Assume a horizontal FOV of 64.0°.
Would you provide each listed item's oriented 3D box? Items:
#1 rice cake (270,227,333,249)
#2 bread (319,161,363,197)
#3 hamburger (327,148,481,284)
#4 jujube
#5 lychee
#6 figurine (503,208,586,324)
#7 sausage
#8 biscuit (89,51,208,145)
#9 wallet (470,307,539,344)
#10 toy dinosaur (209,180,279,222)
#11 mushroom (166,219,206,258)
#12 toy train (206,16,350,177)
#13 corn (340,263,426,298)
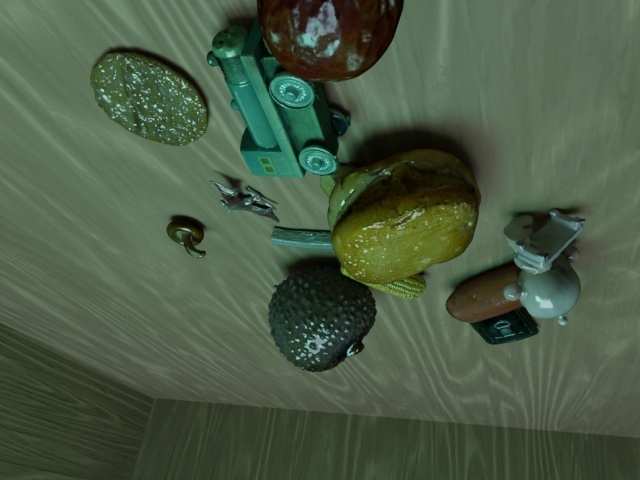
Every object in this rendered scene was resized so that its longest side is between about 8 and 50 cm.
[{"bbox_3d":[0.000,0.000,1.255,0.245,0.042,0.045,3,154,11],"label":"rice cake"},{"bbox_3d":[0.062,-0.129,1.043,0.109,0.080,0.084,-25,150,-11],"label":"bread"},{"bbox_3d":[0.162,-0.038,0.979,0.290,0.170,0.314,-14,148,8],"label":"hamburger"},{"bbox_3d":[0.018,-0.314,0.585,0.190,0.190,0.255,12,137,-4],"label":"jujube"},{"bbox_3d":[0.006,0.202,1.383,0.300,0.300,0.300,8,150,4],"label":"lychee"},{"bbox_3d":[0.485,0.067,1.085,0.144,0.182,0.256,8,138,41],"label":"figurine"},{"bbox_3d":[0.428,0.139,1.297,0.113,0.113,0.259,26,145,-25],"label":"sausage"},{"bbox_3d":[-0.310,-0.251,0.933,0.220,0.033,0.220,8,148,5],"label":"biscuit"},{"bbox_3d":[0.520,0.233,1.487,0.160,0.055,0.236,-19,139,30],"label":"wallet"},{"bbox_3d":[-0.173,-0.086,1.173,0.108,0.032,0.220,-17,150,33],"label":"toy dinosaur"},{"bbox_3d":[-0.329,-0.004,1.308,0.129,0.073,0.088,40,137,15],"label":"mushroom"},{"bbox_3d":[-0.067,-0.218,0.837,0.194,0.120,0.298,5,150,18],"label":"toy train"},{"bbox_3d":[0.160,0.088,1.317,0.248,0.081,0.081,21,148,-22],"label":"corn"}]
